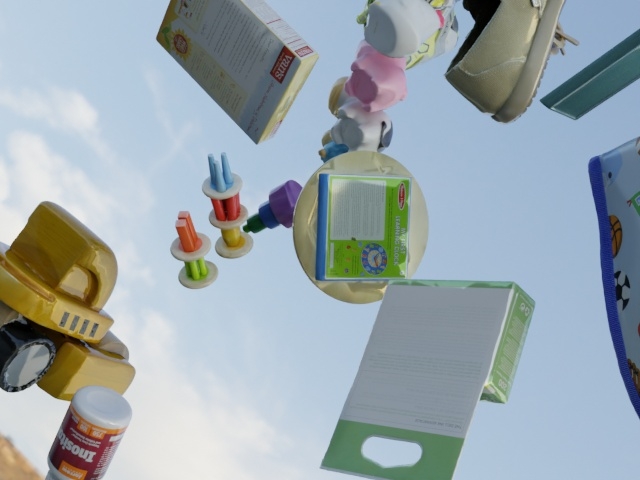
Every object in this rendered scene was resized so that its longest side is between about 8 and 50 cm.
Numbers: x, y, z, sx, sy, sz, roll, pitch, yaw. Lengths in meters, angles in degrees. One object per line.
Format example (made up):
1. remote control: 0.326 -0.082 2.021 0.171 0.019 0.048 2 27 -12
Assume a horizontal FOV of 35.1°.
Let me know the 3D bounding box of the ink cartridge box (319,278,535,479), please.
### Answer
1. ink cartridge box: 0.114 0.152 1.071 0.171 0.235 0.056 0 -30 42

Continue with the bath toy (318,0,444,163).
1. bath toy: 0.094 -0.252 1.598 0.151 0.129 0.348 52 -36 24

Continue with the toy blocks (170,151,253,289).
1. toy blocks: -0.143 -0.028 1.274 0.054 0.123 0.148 24 -41 32

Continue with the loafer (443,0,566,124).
1. loafer: 0.193 -0.251 0.987 0.092 0.268 0.102 18 -6 -11

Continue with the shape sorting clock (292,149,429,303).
1. shape sorting clock: 0.056 -0.018 1.359 0.206 0.206 0.040 54 -16 -16

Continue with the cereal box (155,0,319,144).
1. cereal box: -0.126 -0.280 1.464 0.240 0.047 0.173 46 -46 12

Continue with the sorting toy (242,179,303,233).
1. sorting toy: 0.000 0.000 1.615 0.126 0.127 0.365 -27 -26 25

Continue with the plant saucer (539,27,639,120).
1. plant saucer: 0.356 -0.203 1.216 0.067 0.018 0.192 16 -35 -34

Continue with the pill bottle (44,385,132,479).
1. pill bottle: -0.325 0.284 1.400 0.086 0.086 0.152 33 -70 19

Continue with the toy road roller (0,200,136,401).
1. toy road roller: -0.387 0.092 1.511 0.202 0.240 0.329 37 -1 27

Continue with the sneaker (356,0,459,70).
1. sneaker: 0.137 -0.383 1.625 0.145 0.147 0.384 51 -7 25

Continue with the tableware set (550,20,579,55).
1. tableware set: 0.349 -0.389 1.612 0.039 0.128 0.194 -26 -100 34

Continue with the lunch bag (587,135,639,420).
1. lunch bag: 0.478 0.054 1.037 0.239 0.385 0.328 14 -26 -28
